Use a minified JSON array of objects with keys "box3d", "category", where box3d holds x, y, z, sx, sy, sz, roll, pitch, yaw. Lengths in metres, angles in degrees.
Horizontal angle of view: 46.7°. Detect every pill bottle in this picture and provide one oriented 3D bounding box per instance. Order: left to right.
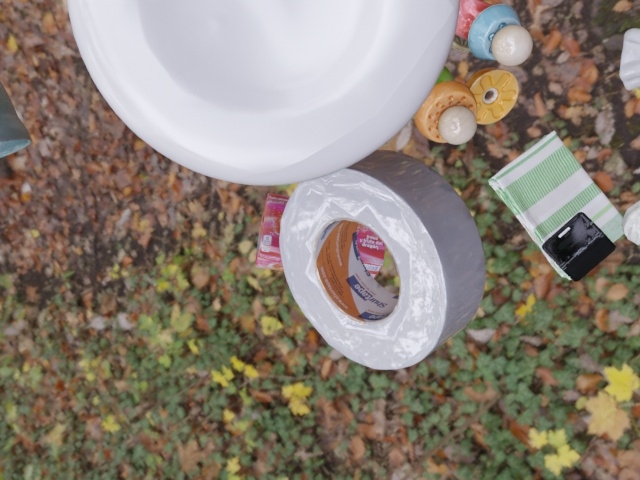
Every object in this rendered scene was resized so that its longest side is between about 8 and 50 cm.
[{"box3d":[-0.040,-0.185,0.601,0.408,0.229,0.229,-101,-10,-76],"category":"pill bottle"}]

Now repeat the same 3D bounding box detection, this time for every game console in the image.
[{"box3d":[0.586,0.015,1.681,0.122,0.071,0.107,-44,66,13],"category":"game console"}]

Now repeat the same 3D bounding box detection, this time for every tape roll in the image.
[{"box3d":[0.058,0.021,0.766,0.219,0.072,0.219,21,122,37],"category":"tape roll"}]

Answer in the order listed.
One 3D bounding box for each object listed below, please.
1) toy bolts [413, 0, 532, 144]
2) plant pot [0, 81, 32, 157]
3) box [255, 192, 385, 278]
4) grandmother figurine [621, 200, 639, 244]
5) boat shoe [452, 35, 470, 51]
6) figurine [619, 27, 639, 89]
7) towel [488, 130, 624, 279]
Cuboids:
[{"box3d":[0.268,-0.256,1.173,0.158,0.218,0.229,-118,39,-50],"category":"toy bolts"},{"box3d":[-0.479,-0.154,0.767,0.293,0.293,0.196,-7,103,54],"category":"plant pot"},{"box3d":[0.000,0.000,1.539,0.128,0.256,0.123,112,166,-66],"category":"box"},{"box3d":[0.771,-0.074,1.462,0.342,0.208,0.104,-19,106,10],"category":"grandmother figurine"},{"box3d":[0.253,-0.356,1.296,0.135,0.045,0.050,36,102,43],"category":"boat shoe"},{"box3d":[0.603,-0.256,1.155,0.209,0.092,0.215,3,154,43],"category":"figurine"},{"box3d":[0.613,-0.093,1.892,0.325,0.248,0.038,53,164,3],"category":"towel"}]
